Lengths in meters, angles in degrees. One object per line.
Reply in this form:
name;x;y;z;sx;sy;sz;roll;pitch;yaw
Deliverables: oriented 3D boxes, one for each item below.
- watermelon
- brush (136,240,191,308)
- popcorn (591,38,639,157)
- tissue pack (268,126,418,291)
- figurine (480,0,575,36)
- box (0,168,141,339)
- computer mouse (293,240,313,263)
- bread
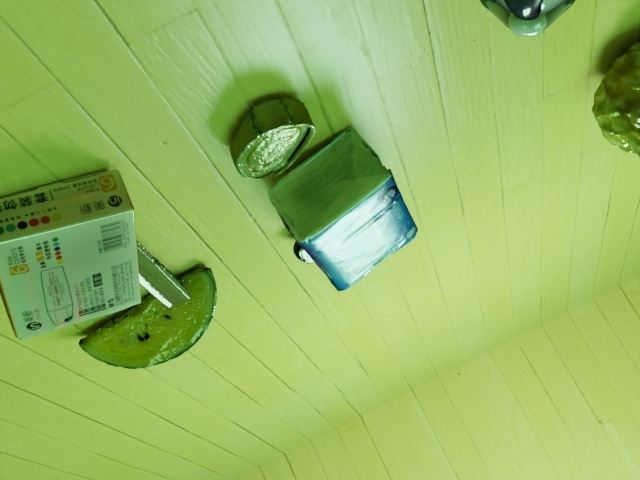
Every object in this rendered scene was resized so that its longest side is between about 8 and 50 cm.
watermelon;-0.312;0.156;1.863;0.301;0.123;0.129;-32;134;8
brush;-0.311;0.045;1.696;0.054;0.048;0.282;-30;148;2
popcorn;0.643;-0.268;1.806;0.249;0.225;0.249;-29;164;-9
tissue pack;0.045;-0.049;1.713;0.198;0.146;0.263;-37;152;0
figurine;0.291;-0.367;1.356;0.145;0.145;0.222;-28;162;3
box;-0.395;0.028;1.484;0.220;0.091;0.274;-15;147;-19
computer mouse;0.000;0.000;1.907;0.135;0.047;0.079;-9;137;-31
bread;-0.080;-0.158;1.495;0.117;0.064;0.156;2;144;-40
